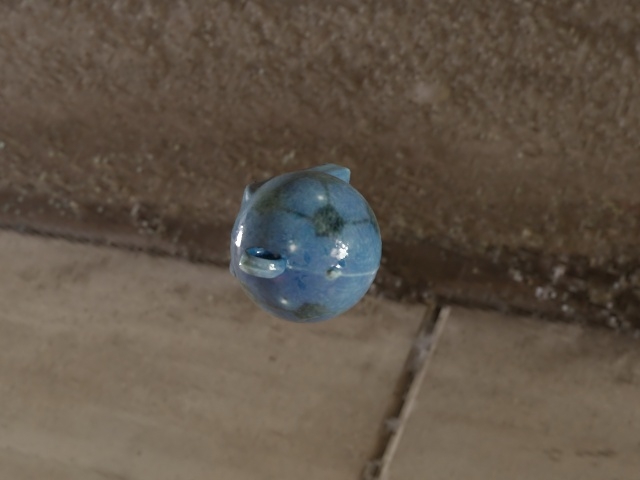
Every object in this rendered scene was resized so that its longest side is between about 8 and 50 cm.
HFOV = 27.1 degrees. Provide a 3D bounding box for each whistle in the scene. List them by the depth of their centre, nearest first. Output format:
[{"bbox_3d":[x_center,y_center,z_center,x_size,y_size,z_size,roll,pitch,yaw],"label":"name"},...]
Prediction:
[{"bbox_3d":[0.000,0.000,0.736,0.090,0.090,0.158,11,-165,26],"label":"whistle"}]
